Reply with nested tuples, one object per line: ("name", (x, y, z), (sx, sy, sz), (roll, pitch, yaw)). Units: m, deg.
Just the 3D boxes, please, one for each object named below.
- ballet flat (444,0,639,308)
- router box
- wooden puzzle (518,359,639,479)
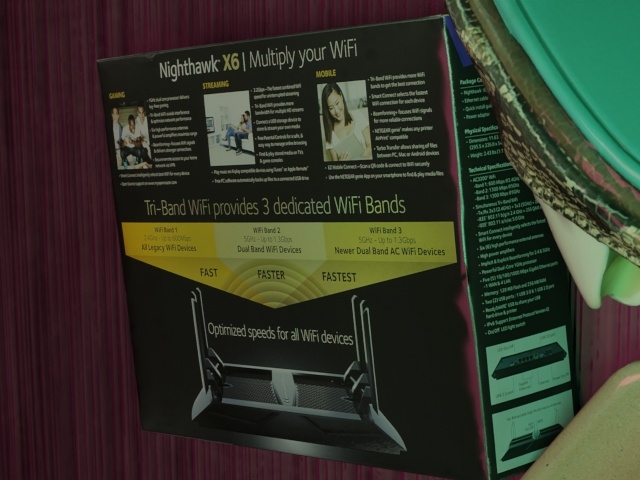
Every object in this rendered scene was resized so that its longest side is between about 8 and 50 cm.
("ballet flat", (0.204, 0.009, 0.711), (0.483, 0.164, 0.182), (45, 149, 31))
("router box", (0.000, 0.000, 0.973), (0.309, 0.081, 0.243), (1, 100, 48))
("wooden puzzle", (0.174, 0.283, 0.812), (0.322, 0.080, 0.348), (-57, 45, 36))
